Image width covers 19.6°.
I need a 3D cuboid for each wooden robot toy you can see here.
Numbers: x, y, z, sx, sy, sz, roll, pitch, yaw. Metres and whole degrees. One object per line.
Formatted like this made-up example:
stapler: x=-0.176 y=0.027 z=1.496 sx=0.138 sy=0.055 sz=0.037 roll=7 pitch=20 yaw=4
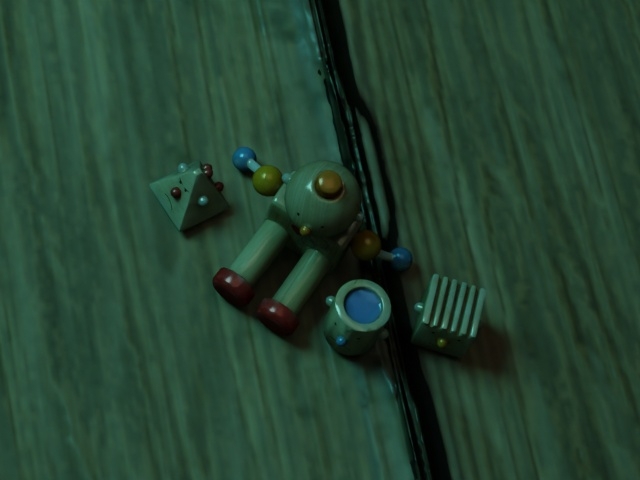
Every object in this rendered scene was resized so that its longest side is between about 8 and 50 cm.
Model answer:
wooden robot toy: x=0.000 y=0.000 z=0.868 sx=0.173 sy=0.079 sz=0.076 roll=32 pitch=63 yaw=3
